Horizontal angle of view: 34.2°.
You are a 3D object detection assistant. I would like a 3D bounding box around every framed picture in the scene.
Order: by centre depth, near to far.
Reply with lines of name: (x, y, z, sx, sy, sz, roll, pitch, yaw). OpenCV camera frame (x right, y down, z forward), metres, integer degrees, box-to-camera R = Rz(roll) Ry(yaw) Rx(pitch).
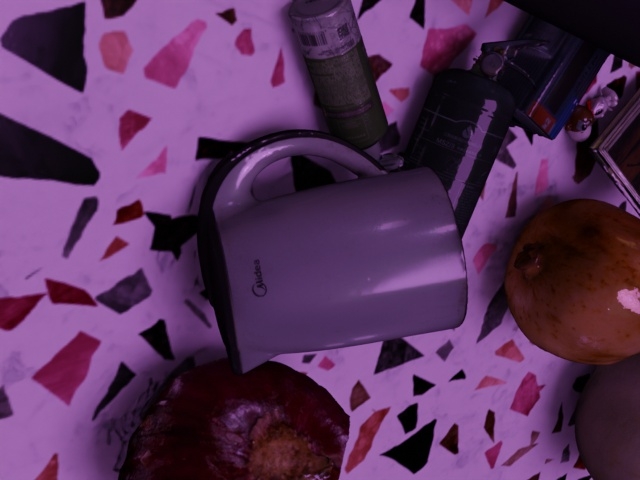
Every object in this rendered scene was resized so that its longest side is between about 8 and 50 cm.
framed picture: (0.471, -0.124, 1.350, 0.197, 0.014, 0.252, 49, 65, -13)

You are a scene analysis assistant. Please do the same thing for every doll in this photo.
doll: (0.337, -0.159, 1.298, 0.085, 0.040, 0.058, -47, 147, -4)

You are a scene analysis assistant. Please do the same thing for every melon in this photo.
melon: (0.499, 0.279, 1.520, 0.271, 0.271, 0.308, -29, 124, -25)

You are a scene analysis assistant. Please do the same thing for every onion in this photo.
onion: (-0.085, 0.213, 1.042, 0.206, 0.216, 0.206, 24, 59, -10)

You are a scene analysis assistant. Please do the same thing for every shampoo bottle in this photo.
shampoo bottle: (0.029, -0.148, 1.028, 0.065, 0.065, 0.205, -37, 131, -19)

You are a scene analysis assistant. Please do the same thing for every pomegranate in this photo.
pomegranate: (0.330, 0.046, 1.293, 0.215, 0.215, 0.215, -19, 124, -31)

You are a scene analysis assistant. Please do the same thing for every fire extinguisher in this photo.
fire extinguisher: (0.144, -0.084, 1.131, 0.114, 0.095, 0.311, 19, 101, -2)

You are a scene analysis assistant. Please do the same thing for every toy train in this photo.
toy train: (0.327, -0.308, 1.176, 0.089, 0.086, 0.409, 31, 91, -43)

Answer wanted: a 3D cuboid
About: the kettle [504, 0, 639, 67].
kettle: (0.321, -0.300, 0.998, 0.308, 0.203, 0.262, 22, 129, -20)

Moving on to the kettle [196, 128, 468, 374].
kettle: (0.000, 0.000, 1.005, 0.236, 0.161, 0.221, -11, 90, -6)
